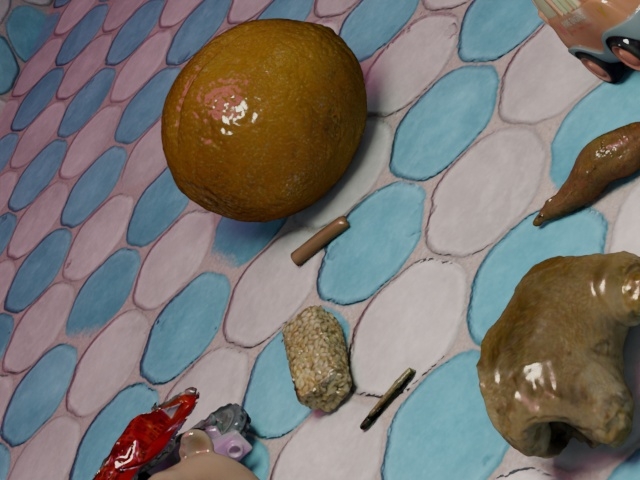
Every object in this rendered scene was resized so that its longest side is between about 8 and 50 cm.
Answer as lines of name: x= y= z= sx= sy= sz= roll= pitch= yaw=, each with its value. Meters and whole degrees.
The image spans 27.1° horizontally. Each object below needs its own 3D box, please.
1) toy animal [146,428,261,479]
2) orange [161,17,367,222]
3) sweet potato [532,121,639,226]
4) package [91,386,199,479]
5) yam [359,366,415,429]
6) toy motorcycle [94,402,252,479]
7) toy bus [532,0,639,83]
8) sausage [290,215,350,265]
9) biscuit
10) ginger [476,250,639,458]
toy animal: x=-0.165 y=0.408 z=1.732 sx=0.229 sy=0.210 sz=0.221 roll=-49 pitch=-6 yaw=-47
orange: x=-0.089 y=-0.205 z=2.194 sx=0.357 sy=0.322 sz=0.322 roll=-53 pitch=28 yaw=-21
sweet potato: x=0.348 y=-0.091 z=1.690 sx=0.226 sy=0.068 sz=0.068 roll=-37 pitch=32 yaw=25
package: x=-0.267 y=0.307 z=1.811 sx=0.194 sy=0.071 sz=0.269 roll=-41 pitch=6 yaw=49
yam: x=0.088 y=0.211 z=1.765 sx=0.107 sy=0.014 sz=0.014 roll=-49 pitch=29 yaw=3
toy motorcycle: x=-0.229 y=0.367 z=1.911 sx=0.327 sy=0.143 sz=0.188 roll=-37 pitch=23 yaw=6
toy bus: x=0.377 y=-0.349 z=1.740 sx=0.194 sy=0.232 sz=0.288 roll=-55 pitch=8 yaw=-1
sausage: x=0.000 y=0.000 z=2.123 sx=0.116 sy=0.026 sz=0.026 roll=-37 pitch=32 yaw=22
biscuit: x=-0.003 y=0.168 z=1.889 sx=0.082 sy=0.070 sz=0.168 roll=-45 pitch=31 yaw=20
ginger: x=0.286 y=0.116 z=1.479 sx=0.221 sy=0.130 sz=0.275 roll=-30 pitch=40 yaw=18
